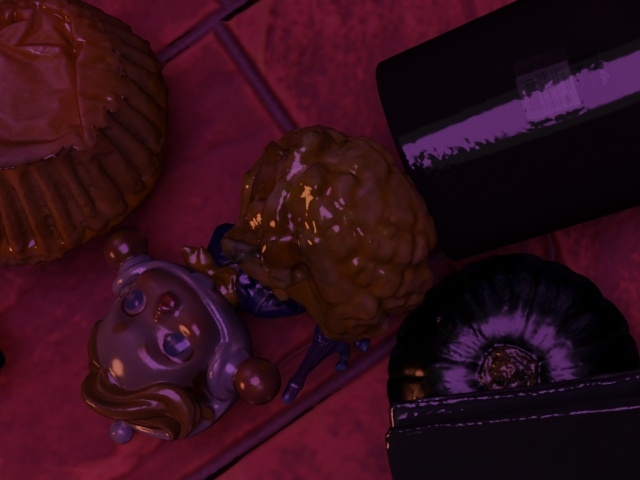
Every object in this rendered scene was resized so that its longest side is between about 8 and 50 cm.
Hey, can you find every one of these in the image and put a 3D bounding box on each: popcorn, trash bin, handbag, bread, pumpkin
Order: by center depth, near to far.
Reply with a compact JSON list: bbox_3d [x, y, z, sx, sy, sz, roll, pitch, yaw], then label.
[{"bbox_3d":[0.182,0.222,1.389,0.260,0.079,0.247,-8,113,5],"label":"handbag"},{"bbox_3d":[0.007,-0.007,1.393,0.173,0.173,0.142,20,61,10],"label":"popcorn"},{"bbox_3d":[0.229,-0.117,1.447,0.334,0.214,0.214,-23,80,11],"label":"trash bin"},{"bbox_3d":[0.153,0.108,1.462,0.202,0.140,0.202,0,85,6],"label":"pumpkin"},{"bbox_3d":[-0.240,-0.105,1.525,0.240,0.139,0.240,-4,60,6],"label":"bread"}]

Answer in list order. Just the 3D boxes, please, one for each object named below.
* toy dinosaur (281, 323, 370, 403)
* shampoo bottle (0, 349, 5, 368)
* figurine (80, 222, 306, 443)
[{"bbox_3d":[0.024,0.063,1.513,0.045,0.080,0.197,33,63,9],"label":"toy dinosaur"},{"bbox_3d":[-0.360,0.006,1.562,0.104,0.104,0.278,-34,79,2],"label":"shampoo bottle"},{"bbox_3d":[-0.087,0.042,1.516,0.194,0.133,0.274,20,72,19],"label":"figurine"}]
